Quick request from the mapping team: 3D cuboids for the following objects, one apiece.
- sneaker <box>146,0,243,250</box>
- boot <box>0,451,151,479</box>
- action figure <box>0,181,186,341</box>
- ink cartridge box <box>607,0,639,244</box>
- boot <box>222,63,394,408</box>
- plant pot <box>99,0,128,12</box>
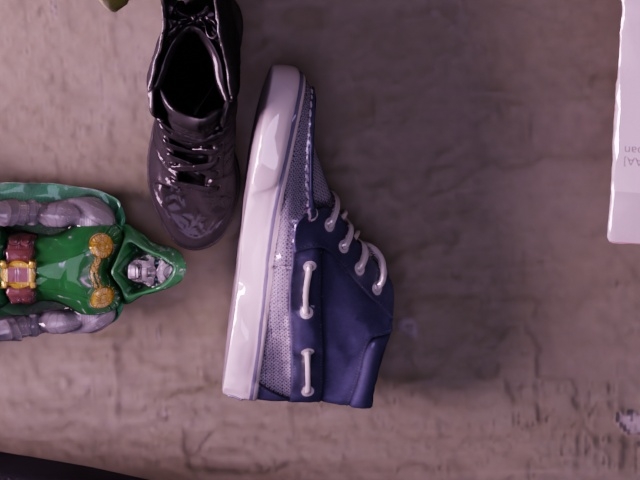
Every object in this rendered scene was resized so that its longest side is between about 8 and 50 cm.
[{"bbox_3d":[-0.067,-0.068,1.009,0.051,0.089,0.170,6,107,3],"label":"sneaker"},{"bbox_3d":[-0.107,0.306,1.082,0.445,0.146,0.367,6,95,-4],"label":"boot"},{"bbox_3d":[-0.188,0.014,1.056,0.232,0.063,0.137,-2,106,-4],"label":"action figure"},{"bbox_3d":[0.292,-0.120,0.947,0.296,0.066,0.261,5,106,16],"label":"ink cartridge box"},{"bbox_3d":[0.000,0.000,1.042,0.086,0.069,0.190,6,115,-5],"label":"boot"},{"bbox_3d":[-0.059,-0.284,0.873,0.254,0.276,0.276,-31,102,1],"label":"plant pot"}]
